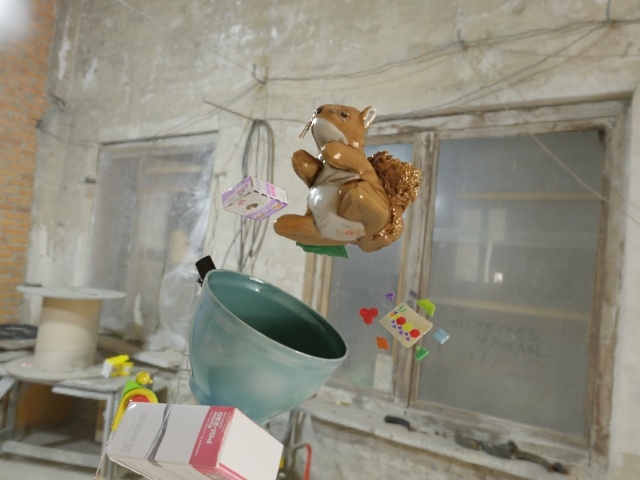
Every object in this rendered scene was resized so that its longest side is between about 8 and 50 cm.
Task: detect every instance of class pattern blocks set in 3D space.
[{"bbox_3d":[0.335,0.333,1.939,0.285,0.026,0.325,-29,46,-10],"label":"pattern blocks set"}]

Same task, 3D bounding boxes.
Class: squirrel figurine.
[{"bbox_3d":[0.093,-0.178,1.345,0.396,0.371,0.280,21,-33,-39],"label":"squirrel figurine"}]

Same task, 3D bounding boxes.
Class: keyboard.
[{"bbox_3d":[-0.454,0.163,1.989,0.100,0.192,0.038,-27,-16,2],"label":"keyboard"}]

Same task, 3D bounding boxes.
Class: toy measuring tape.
[{"bbox_3d":[-0.573,0.566,1.473,0.121,0.331,0.121,12,-20,4],"label":"toy measuring tape"}]

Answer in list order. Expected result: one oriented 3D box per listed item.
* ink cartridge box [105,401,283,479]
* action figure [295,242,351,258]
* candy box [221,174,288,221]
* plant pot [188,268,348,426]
[{"bbox_3d":[-0.192,0.328,0.762,0.217,0.092,0.159,-9,-44,25],"label":"ink cartridge box"},{"bbox_3d":[0.000,0.000,1.697,0.232,0.137,0.063,-5,8,40],"label":"action figure"},{"bbox_3d":[-0.247,-0.154,1.843,0.164,0.070,0.196,-26,-26,30],"label":"candy box"},{"bbox_3d":[-0.122,0.212,0.899,0.292,0.196,0.293,28,8,-4],"label":"plant pot"}]
